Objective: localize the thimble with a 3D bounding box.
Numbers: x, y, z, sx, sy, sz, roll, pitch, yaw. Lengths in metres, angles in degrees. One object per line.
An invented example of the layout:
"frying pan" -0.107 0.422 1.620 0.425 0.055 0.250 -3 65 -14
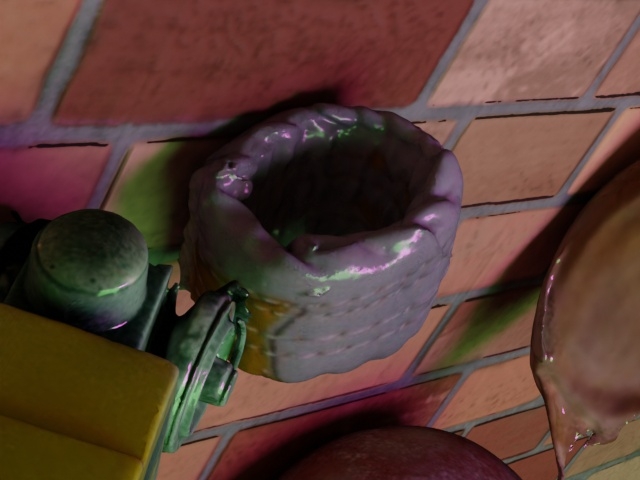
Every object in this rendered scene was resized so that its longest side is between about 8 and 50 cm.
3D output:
"thimble" 0.001 -0.002 0.833 0.151 0.127 0.118 -25 147 -29

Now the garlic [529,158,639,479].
"garlic" 0.264 0.039 1.166 0.338 0.196 0.151 -37 140 10

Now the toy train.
"toy train" -0.148 0.157 0.753 0.369 0.150 0.237 106 2 -47

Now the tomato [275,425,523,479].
"tomato" 0.056 0.306 1.205 0.317 0.283 0.316 -31 134 -39
